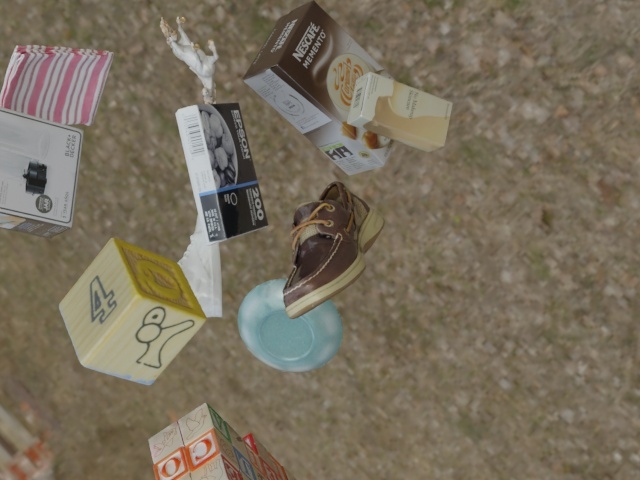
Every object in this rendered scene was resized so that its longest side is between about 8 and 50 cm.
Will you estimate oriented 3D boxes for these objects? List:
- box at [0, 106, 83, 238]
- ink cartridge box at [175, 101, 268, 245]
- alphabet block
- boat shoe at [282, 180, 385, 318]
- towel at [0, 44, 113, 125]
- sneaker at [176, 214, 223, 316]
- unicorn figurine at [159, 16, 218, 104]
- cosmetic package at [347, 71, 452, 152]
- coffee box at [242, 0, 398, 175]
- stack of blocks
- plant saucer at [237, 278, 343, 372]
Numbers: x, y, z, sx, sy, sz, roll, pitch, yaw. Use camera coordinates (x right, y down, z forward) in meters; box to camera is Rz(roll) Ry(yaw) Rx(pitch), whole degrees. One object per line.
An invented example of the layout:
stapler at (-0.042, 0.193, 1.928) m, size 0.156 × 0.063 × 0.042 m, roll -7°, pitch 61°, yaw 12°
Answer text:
box at (-0.516, -0.118, 1.615) m, size 0.290 × 0.169 × 0.087 m, roll 13°, pitch 161°, yaw -34°
ink cartridge box at (-0.139, -0.110, 1.660) m, size 0.045 × 0.208 × 0.206 m, roll -11°, pitch 95°, yaw 21°
alphabet block at (-0.381, 0.145, 2.168) m, size 0.192 × 0.197 × 0.193 m, roll 26°, pitch -158°, yaw -46°
boat shoe at (0.000, 0.000, 1.577) m, size 0.123 × 0.342 × 0.123 m, roll -32°, pitch 101°, yaw 28°
towel at (-0.443, -0.255, 1.801) m, size 0.029 × 0.197 × 0.144 m, roll 41°, pitch 120°, yaw 32°
sneaker at (-0.327, 0.051, 2.611) m, size 0.108 × 0.169 × 0.293 m, roll 93°, pitch 173°, yaw -62°
unicorn figurine at (-0.208, -0.300, 1.787) m, size 0.162 × 0.060 × 0.111 m, roll 58°, pitch 162°, yaw 26°
cosmetic package at (0.095, -0.151, 1.271) m, size 0.115 × 0.060 × 0.041 m, roll 15°, pitch 168°, yaw -21°
coffee box at (0.018, -0.237, 1.701) m, size 0.246 × 0.141 × 0.098 m, roll 39°, pitch 152°, yaw -26°
stack of blocks at (-0.090, 0.330, 1.328) m, size 0.297 × 0.087 × 0.171 m, roll 53°, pitch -175°, yaw -39°
plant saucer at (-0.058, 0.162, 1.915) m, size 0.195 × 0.037 × 0.195 m, roll 4°, pitch 115°, yaw 8°
